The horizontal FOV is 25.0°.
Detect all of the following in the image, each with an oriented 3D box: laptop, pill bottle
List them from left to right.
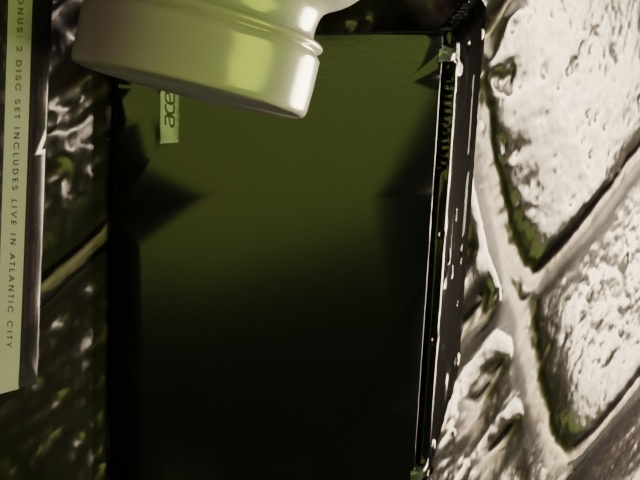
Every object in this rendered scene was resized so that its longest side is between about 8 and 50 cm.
[{"bbox_3d":[-0.024,-0.161,0.541,0.121,0.121,0.216,13,91,-56],"label":"pill bottle"},{"bbox_3d":[0.000,0.000,0.729,0.264,0.136,0.234,-55,150,-71],"label":"laptop"}]

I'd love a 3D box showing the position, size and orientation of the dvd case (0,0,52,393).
[{"bbox_3d":[-0.175,-0.011,0.467,0.221,0.018,0.165,-11,110,-53],"label":"dvd case"}]
